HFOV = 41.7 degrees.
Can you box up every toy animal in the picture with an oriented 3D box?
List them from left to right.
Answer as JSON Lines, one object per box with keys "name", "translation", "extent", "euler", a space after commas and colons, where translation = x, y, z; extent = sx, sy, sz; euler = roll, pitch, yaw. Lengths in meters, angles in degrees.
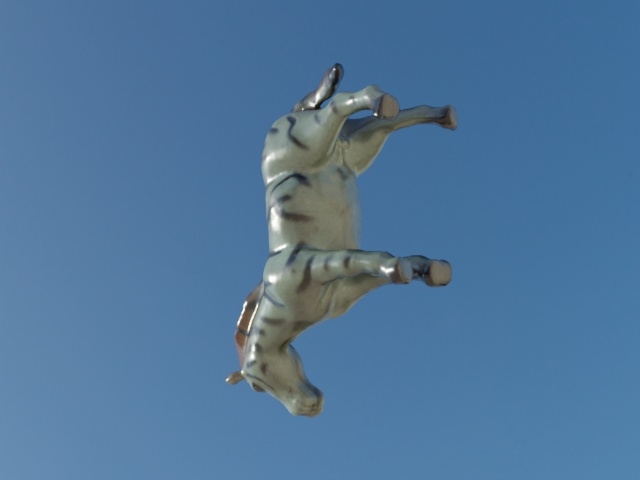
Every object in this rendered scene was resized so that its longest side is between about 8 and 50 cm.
{"name": "toy animal", "translation": [0.011, 0.006, 0.585], "extent": [0.089, 0.170, 0.255], "euler": [14, -89, -45]}
